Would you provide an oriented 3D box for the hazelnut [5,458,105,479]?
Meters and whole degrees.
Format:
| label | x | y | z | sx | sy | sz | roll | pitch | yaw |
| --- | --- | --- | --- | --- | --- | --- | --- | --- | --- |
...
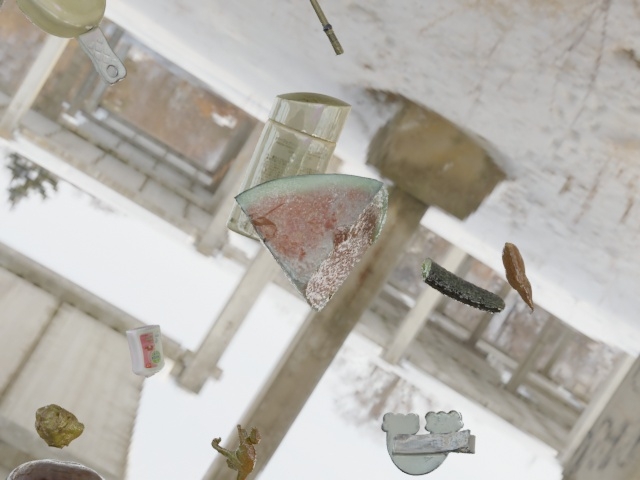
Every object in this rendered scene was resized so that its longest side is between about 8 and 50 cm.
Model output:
| label | x | y | z | sx | sy | sz | roll | pitch | yaw |
| --- | --- | --- | --- | --- | --- | --- | --- | --- | --- |
| hazelnut | -0.493 | 0.512 | 1.971 | 0.234 | 0.218 | 0.218 | 41 | 179 | -34 |

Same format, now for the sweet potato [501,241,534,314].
| label | x | y | z | sx | sy | sz | roll | pitch | yaw |
| --- | --- | --- | --- | --- | --- | --- | --- | --- | --- |
| sweet potato | 0.465 | 0.090 | 2.421 | 0.195 | 0.056 | 0.056 | 65 | 173 | -20 |

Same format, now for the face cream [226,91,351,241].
| label | x | y | z | sx | sy | sz | roll | pitch | yaw |
| --- | --- | --- | --- | --- | --- | --- | --- | --- | --- |
| face cream | -0.069 | -0.161 | 2.243 | 0.173 | 0.349 | 0.081 | 16 | -168 | -23 |

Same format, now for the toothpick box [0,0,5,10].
| label | x | y | z | sx | sy | sz | roll | pitch | yaw |
| --- | --- | --- | --- | --- | --- | --- | --- | --- | --- |
| toothpick box | -0.695 | -0.406 | 1.980 | 0.111 | 0.181 | 0.111 | 23 | 173 | 3 |

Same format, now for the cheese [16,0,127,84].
| label | x | y | z | sx | sy | sz | roll | pitch | yaw |
| --- | --- | --- | --- | --- | --- | --- | --- | --- | --- |
| cheese | -0.403 | -0.392 | 1.742 | 0.249 | 0.163 | 0.070 | 42 | 143 | -24 |

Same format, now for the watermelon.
| label | x | y | z | sx | sy | sz | roll | pitch | yaw |
| --- | --- | --- | --- | --- | --- | --- | --- | --- | --- |
| watermelon | 0.000 | 0.000 | 1.806 | 0.213 | 0.261 | 0.201 | 70 | -168 | -64 |

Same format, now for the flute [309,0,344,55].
| label | x | y | z | sx | sy | sz | roll | pitch | yaw |
| --- | --- | --- | --- | --- | --- | --- | --- | --- | --- |
| flute | -0.002 | -0.564 | 2.549 | 0.233 | 0.027 | 0.027 | 61 | 178 | -13 |

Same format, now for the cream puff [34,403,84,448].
| label | x | y | z | sx | sy | sz | roll | pitch | yaw |
| --- | --- | --- | --- | --- | --- | --- | --- | --- | --- |
| cream puff | -0.444 | 0.315 | 1.736 | 0.083 | 0.058 | 0.083 | 21 | 141 | -2 |

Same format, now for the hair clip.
| label | x | y | z | sx | sy | sz | roll | pitch | yaw |
| --- | --- | --- | --- | --- | --- | --- | --- | --- | --- |
| hair clip | 0.220 | 0.420 | 2.147 | 0.220 | 0.140 | 0.054 | -9 | 151 | 31 |

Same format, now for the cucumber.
| label | x | y | z | sx | sy | sz | roll | pitch | yaw |
| --- | --- | --- | --- | --- | --- | --- | --- | --- | --- |
| cucumber | 0.307 | 0.107 | 2.202 | 0.214 | 0.058 | 0.052 | 27 | 167 | -18 |

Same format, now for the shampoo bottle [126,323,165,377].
| label | x | y | z | sx | sy | sz | roll | pitch | yaw |
| --- | --- | --- | --- | --- | --- | --- | --- | --- | --- |
| shampoo bottle | -0.338 | 0.217 | 1.999 | 0.043 | 0.099 | 0.072 | -6 | -178 | 42 |

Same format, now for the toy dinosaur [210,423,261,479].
| label | x | y | z | sx | sy | sz | roll | pitch | yaw |
| --- | --- | --- | --- | --- | --- | --- | --- | --- | --- |
| toy dinosaur | -0.132 | 0.401 | 1.823 | 0.039 | 0.162 | 0.126 | -18 | -176 | -43 |
